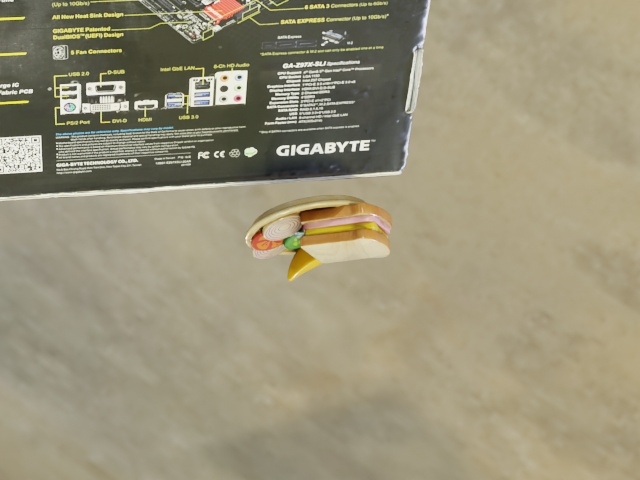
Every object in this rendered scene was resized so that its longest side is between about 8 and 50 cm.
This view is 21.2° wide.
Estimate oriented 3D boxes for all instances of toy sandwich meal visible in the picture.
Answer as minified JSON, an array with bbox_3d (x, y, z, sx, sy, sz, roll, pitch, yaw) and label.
[{"bbox_3d":[0.000,0.000,0.955,0.085,0.029,0.085,-9,161,-3],"label":"toy sandwich meal"}]

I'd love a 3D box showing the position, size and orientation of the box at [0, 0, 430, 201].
[{"bbox_3d":[-0.100,-0.142,0.914,0.322,0.079,0.257,-5,133,-11],"label":"box"}]
